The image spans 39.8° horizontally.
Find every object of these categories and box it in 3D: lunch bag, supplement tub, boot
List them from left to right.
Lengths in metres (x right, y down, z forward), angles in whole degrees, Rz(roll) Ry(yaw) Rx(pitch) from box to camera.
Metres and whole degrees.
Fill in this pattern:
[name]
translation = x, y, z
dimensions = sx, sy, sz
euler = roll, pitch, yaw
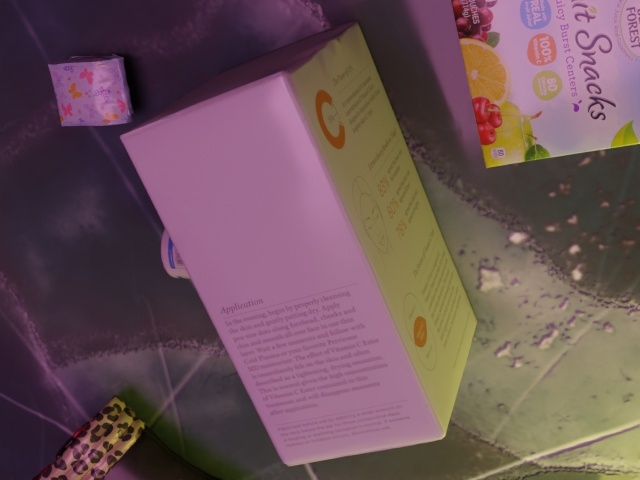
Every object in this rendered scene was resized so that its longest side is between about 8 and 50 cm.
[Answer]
[lunch bag]
translation = -0.235, -0.158, 0.931
dimensions = 0.083, 0.053, 0.071
euler = 3, 113, 28
[boot]
translation = -0.259, 0.394, 1.149
dimensions = 0.284, 0.138, 0.377
euler = 42, 116, -5
[supplement tub]
translation = -0.112, 0.009, 0.958
dimensions = 0.107, 0.071, 0.071
euler = 2, 115, 16

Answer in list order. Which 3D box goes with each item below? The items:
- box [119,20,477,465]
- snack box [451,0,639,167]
[box]
translation = 0.000, 0.000, 0.834
dimensions = 0.168, 0.215, 0.345
euler = -16, 108, 24
[snack box]
translation = 0.211, -0.181, 0.763
dimensions = 0.175, 0.070, 0.207
euler = -7, 113, 21
